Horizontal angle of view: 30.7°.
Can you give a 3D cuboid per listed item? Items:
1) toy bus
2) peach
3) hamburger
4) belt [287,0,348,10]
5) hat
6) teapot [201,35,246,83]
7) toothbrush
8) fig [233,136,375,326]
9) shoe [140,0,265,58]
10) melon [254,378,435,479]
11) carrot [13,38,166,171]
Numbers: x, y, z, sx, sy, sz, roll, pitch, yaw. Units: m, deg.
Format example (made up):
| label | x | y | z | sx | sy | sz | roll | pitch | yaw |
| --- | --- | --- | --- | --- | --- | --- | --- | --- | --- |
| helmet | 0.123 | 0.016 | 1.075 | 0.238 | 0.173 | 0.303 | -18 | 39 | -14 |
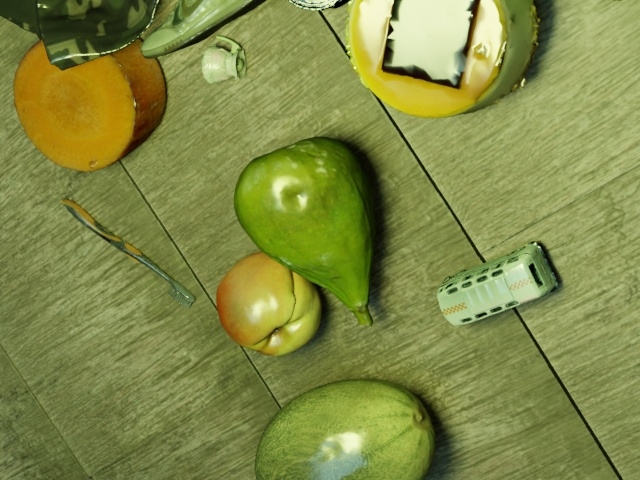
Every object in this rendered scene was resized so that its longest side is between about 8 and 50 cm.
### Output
| label | x | y | z | sx | sy | sz | roll | pitch | yaw |
| --- | --- | --- | --- | --- | --- | --- | --- | --- | --- |
| toy bus | 0.272 | 0.077 | 1.850 | 0.194 | 0.089 | 0.087 | -23 | 95 | 31 |
| peach | -0.091 | 0.107 | 1.986 | 0.184 | 0.184 | 0.184 | 8 | 110 | 23 |
| hamburger | 0.175 | -0.317 | 1.717 | 0.294 | 0.179 | 0.276 | 14 | 115 | 18 |
| belt | -0.021 | -0.452 | 1.811 | 0.151 | 0.078 | 0.198 | -21 | 96 | 15 |
| hat | -0.438 | -0.502 | 1.990 | 0.382 | 0.257 | 0.366 | 42 | 125 | 53 |
| teapot | -0.159 | -0.303 | 1.954 | 0.064 | 0.064 | 0.083 | 3 | 76 | 17 |
| toothbrush | -0.361 | 0.018 | 2.173 | 0.321 | 0.023 | 0.031 | 39 | 116 | 9 |
| fig | -0.024 | -0.017 | 1.888 | 0.233 | 0.233 | 0.314 | 10 | 115 | 23 |
| shoe | -0.197 | -0.386 | 1.920 | 0.275 | 0.103 | 0.098 | -28 | 92 | 24 |
| melon | 0.040 | 0.361 | 1.970 | 0.329 | 0.248 | 0.248 | -29 | 93 | 23 |
| carrot | -0.422 | -0.256 | 2.071 | 0.307 | 0.100 | 0.258 | 4 | 105 | 27 |
